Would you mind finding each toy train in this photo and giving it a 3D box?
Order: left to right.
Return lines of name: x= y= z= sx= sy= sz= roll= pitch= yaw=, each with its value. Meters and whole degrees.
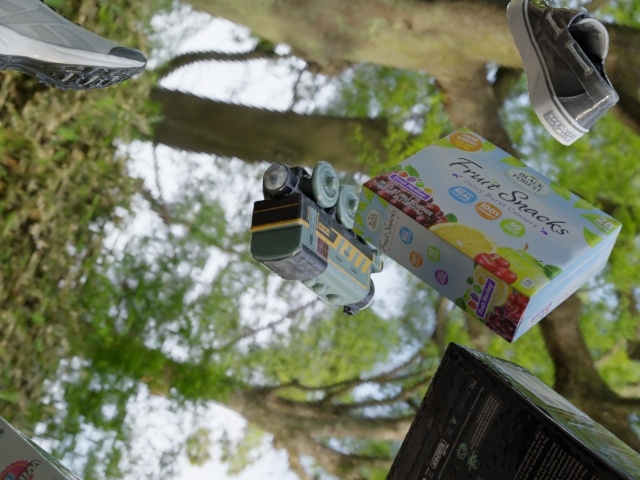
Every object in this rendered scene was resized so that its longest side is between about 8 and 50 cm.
toy train: x=0.000 y=0.000 z=1.888 sx=0.142 sy=0.334 sz=0.190 roll=-7 pitch=-117 yaw=28

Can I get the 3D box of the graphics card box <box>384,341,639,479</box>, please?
graphics card box: x=0.176 y=0.259 z=0.898 sx=0.371 sy=0.094 sz=0.233 roll=36 pitch=-75 yaw=61

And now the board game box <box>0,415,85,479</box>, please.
board game box: x=-0.276 y=0.317 z=1.233 sx=0.303 sy=0.224 sz=0.097 roll=22 pitch=-111 yaw=48

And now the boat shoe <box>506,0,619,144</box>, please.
boat shoe: x=0.304 y=-0.238 z=1.371 sx=0.102 sy=0.108 sz=0.301 roll=-38 pitch=-154 yaw=27

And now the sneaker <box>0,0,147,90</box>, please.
sneaker: x=-0.324 y=-0.241 z=1.297 sx=0.100 sy=0.271 sz=0.108 roll=-15 pitch=-109 yaw=51

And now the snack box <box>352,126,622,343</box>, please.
snack box: x=0.167 y=-0.013 z=1.122 sx=0.174 sy=0.207 sz=0.070 roll=-30 pitch=147 yaw=-39
